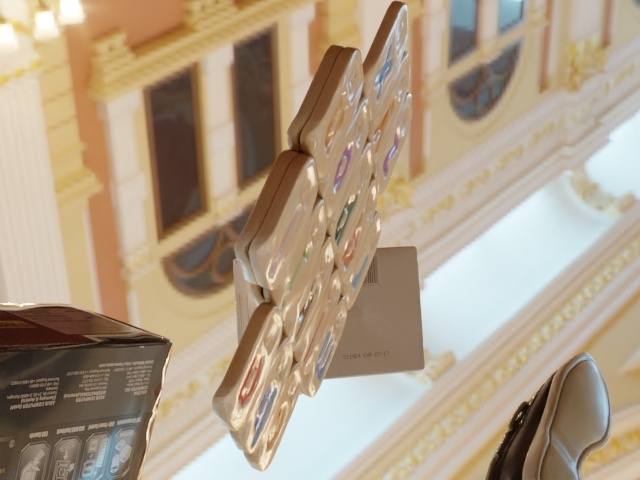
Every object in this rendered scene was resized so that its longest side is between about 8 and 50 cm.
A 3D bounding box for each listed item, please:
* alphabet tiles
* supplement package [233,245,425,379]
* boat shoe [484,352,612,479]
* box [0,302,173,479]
[{"bbox_3d":[0.000,0.000,0.790,0.021,0.284,0.278,19,-109,12],"label":"alphabet tiles"},{"bbox_3d":[0.001,0.079,1.409,0.139,0.134,0.244,-3,179,-21],"label":"supplement package"},{"bbox_3d":[0.260,0.229,1.456,0.091,0.114,0.302,-26,-173,33],"label":"boat shoe"},{"bbox_3d":[-0.153,0.113,0.400,0.059,0.183,0.233,16,-174,29],"label":"box"}]
